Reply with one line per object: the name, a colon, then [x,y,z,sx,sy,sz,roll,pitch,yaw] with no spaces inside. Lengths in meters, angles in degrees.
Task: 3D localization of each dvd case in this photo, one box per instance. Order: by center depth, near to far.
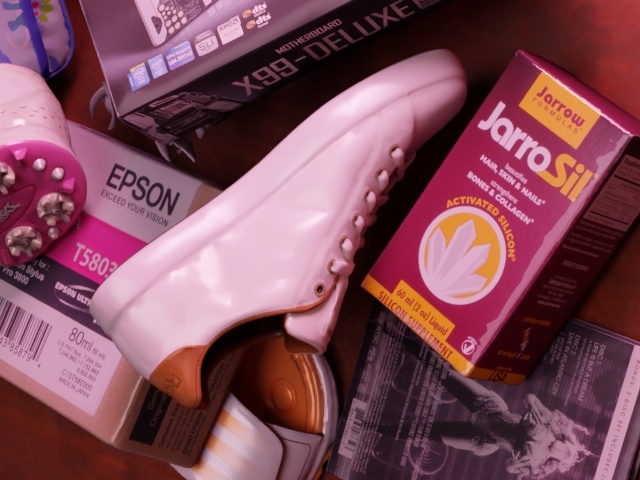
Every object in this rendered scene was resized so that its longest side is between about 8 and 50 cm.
dvd case: [0.115,0.118,1.317,0.221,0.018,0.165,21,100,34]

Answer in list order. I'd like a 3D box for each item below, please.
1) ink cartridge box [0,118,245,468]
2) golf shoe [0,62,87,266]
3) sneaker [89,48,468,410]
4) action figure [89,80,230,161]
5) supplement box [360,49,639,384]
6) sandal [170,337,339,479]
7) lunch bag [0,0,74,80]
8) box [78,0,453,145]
ink cartridge box: [-0.152,0.029,1.416,0.234,0.088,0.193,23,91,43]
golf shoe: [-0.295,-0.013,1.434,0.306,0.115,0.140,-32,45,21]
sneaker: [0.000,0.000,1.267,0.290,0.106,0.123,-39,76,-4]
action figure: [-0.059,-0.171,1.384,0.285,0.099,0.185,-36,52,20]
supplement box: [0.128,-0.013,1.259,0.104,0.081,0.188,41,105,30]
sandal: [-0.069,0.184,1.406,0.102,0.076,0.265,29,105,31]
lunch bag: [-0.284,-0.199,1.466,0.090,0.176,0.219,25,136,47]
box: [-0.021,-0.237,1.274,0.307,0.076,0.242,-25,70,14]
